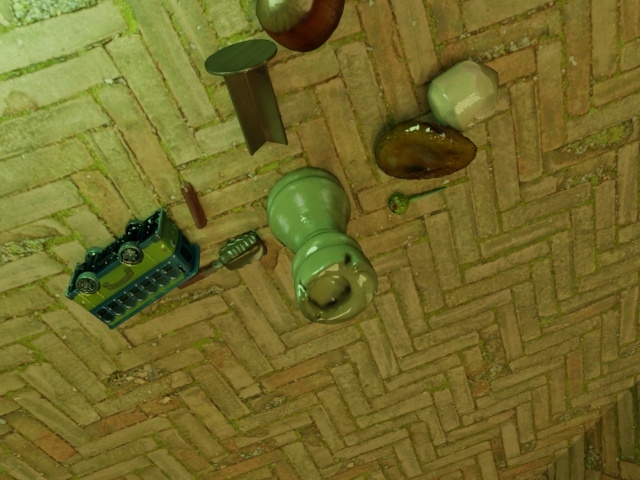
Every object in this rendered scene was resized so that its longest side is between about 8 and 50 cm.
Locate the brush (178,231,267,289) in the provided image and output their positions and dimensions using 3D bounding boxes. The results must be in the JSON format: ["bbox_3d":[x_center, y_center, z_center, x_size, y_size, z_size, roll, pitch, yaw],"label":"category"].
[{"bbox_3d":[-0.298,0.073,1.377,0.301,0.071,0.084,-27,128,10],"label":"brush"}]

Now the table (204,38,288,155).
[{"bbox_3d":[-0.156,-0.329,1.114,0.167,0.167,0.227,-17,133,-3],"label":"table"}]

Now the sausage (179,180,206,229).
[{"bbox_3d":[-0.343,-0.095,1.275,0.030,0.035,0.147,-37,131,-29],"label":"sausage"}]

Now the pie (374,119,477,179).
[{"bbox_3d":[0.280,-0.234,1.266,0.273,0.069,0.273,10,159,4],"label":"pie"}]

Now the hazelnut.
[{"bbox_3d":[-0.034,-0.513,1.009,0.214,0.176,0.214,-26,150,-17],"label":"hazelnut"}]

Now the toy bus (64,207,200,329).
[{"bbox_3d":[-0.500,0.075,1.270,0.312,0.152,0.190,-33,123,8],"label":"toy bus"}]

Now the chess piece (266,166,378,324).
[{"bbox_3d":[0.000,0.000,1.176,0.234,0.442,0.234,-6,122,-10],"label":"chess piece"}]

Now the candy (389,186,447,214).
[{"bbox_3d":[0.296,-0.129,1.412,0.194,0.058,0.062,-19,133,-13],"label":"candy"}]

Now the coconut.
[{"bbox_3d":[0.374,-0.370,1.203,0.183,0.171,0.171,-29,124,12],"label":"coconut"}]
